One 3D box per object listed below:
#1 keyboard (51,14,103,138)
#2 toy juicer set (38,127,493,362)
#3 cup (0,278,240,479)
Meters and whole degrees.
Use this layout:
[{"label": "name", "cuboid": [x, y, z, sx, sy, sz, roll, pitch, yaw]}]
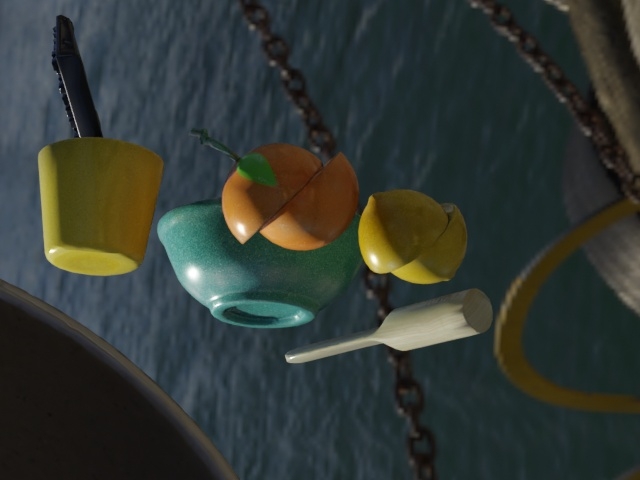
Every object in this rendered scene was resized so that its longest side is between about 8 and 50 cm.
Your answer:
[{"label": "keyboard", "cuboid": [-0.167, -0.065, 1.000, 0.108, 0.023, 0.180, -115, 11, -54]}, {"label": "toy juicer set", "cuboid": [0.000, 0.000, 0.825, 0.209, 0.329, 0.089, -8, 69, 26]}, {"label": "cup", "cuboid": [-0.198, 0.180, 0.440, 0.237, 0.331, 0.331, -63, 28, 30]}]
